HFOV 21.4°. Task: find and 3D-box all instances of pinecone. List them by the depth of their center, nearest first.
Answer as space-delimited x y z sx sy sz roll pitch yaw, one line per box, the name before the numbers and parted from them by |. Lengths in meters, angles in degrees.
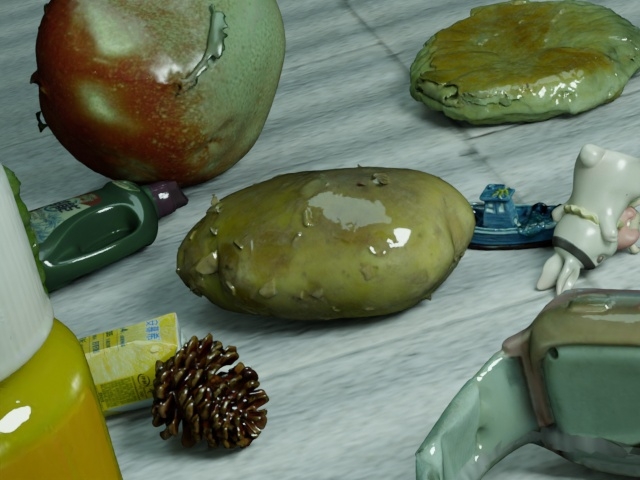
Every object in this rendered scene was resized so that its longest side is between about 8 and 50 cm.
pinecone | -0.098 0.136 1.456 0.102 0.102 0.109 -26 39 -26

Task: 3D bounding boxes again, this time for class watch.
watch | 0.197 0.161 1.203 0.253 0.162 0.241 1 36 28

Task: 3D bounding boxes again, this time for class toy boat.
toy boat | 0.178 -0.026 1.689 0.137 0.061 0.060 1 29 29

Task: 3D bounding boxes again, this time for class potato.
potato | 0.000 0.000 1.634 0.296 0.141 0.191 -9 23 15

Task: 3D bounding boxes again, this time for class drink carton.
drink carton | -0.167 0.117 1.548 0.200 0.074 0.084 -15 26 -1

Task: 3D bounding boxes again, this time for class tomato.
tomato | -0.176 -0.200 1.947 0.239 0.303 0.303 19 37 25

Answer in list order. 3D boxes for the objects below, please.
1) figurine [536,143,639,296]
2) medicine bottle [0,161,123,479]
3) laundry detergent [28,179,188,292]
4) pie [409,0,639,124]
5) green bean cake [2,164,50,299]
figurine | 0.269 -0.011 1.592 0.098 0.146 0.081 13 5 -17
medicine bottle | -0.257 0.143 1.172 0.224 0.384 0.224 -10 26 5
laundry detergent | -0.242 -0.011 1.847 0.221 0.078 0.144 -20 28 -19
pie | 0.245 -0.213 2.034 0.306 0.071 0.306 -13 27 7
green bean cake | -0.395 0.015 1.717 0.214 0.200 0.113 0 28 28
